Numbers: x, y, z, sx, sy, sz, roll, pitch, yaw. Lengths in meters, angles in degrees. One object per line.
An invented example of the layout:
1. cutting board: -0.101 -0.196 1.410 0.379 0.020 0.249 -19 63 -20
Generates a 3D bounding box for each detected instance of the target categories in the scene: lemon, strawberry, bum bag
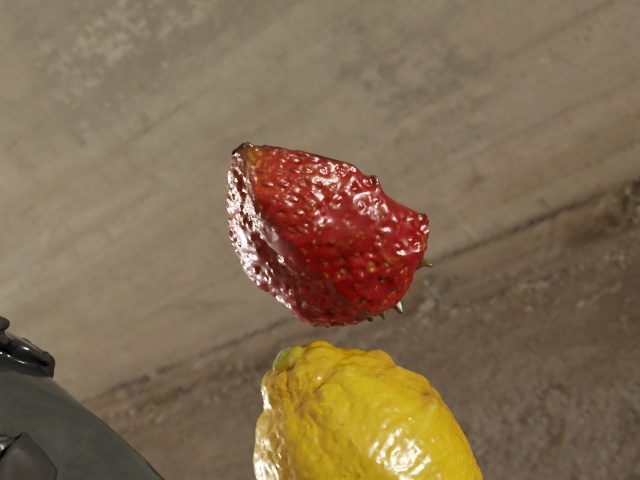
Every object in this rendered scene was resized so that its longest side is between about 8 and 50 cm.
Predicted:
1. lemon: 0.027 0.148 0.869 0.142 0.187 0.142 -36 9 6
2. strawberry: 0.000 0.000 0.944 0.147 0.187 0.082 -25 38 27
3. bum bag: -0.094 0.087 0.496 0.049 0.198 0.087 -54 -15 13
